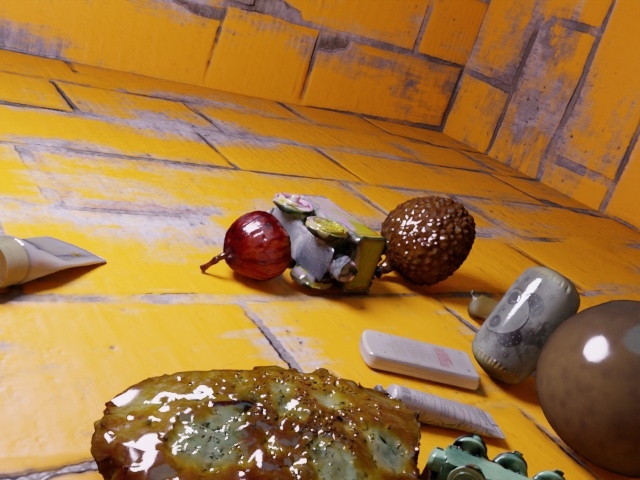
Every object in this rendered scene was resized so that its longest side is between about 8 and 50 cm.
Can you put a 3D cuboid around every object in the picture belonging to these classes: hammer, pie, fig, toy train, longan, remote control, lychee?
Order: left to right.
[{"bbox_3d":[-0.124,0.008,1.211,0.151,0.128,0.128,11,20,-3],"label":"fig"},{"bbox_3d":[-0.052,0.225,0.709,0.355,0.102,0.288,7,22,-17],"label":"pie"},{"bbox_3d":[0.000,0.000,1.310,0.178,0.134,0.261,1,26,-39],"label":"toy train"},{"bbox_3d":[0.154,0.188,1.094,0.190,0.029,0.087,14,20,-11],"label":"remote control"},{"bbox_3d":[0.207,0.003,1.418,0.238,0.200,0.200,-31,34,-8],"label":"lychee"},{"bbox_3d":[0.187,0.286,0.747,0.176,0.118,0.074,23,25,3],"label":"toy train"},{"bbox_3d":[0.324,0.131,1.225,0.113,0.202,0.305,40,0,-7],"label":"hammer"},{"bbox_3d":[0.434,0.210,0.987,0.258,0.257,0.258,16,20,-6],"label":"longan"}]

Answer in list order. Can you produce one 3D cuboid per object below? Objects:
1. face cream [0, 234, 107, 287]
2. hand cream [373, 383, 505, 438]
[{"bbox_3d":[-0.418,0.020,1.019,0.114,0.070,0.224,22,11,10],"label":"face cream"},{"bbox_3d":[0.162,0.238,0.961,0.195,0.042,0.067,18,11,-15],"label":"hand cream"}]
